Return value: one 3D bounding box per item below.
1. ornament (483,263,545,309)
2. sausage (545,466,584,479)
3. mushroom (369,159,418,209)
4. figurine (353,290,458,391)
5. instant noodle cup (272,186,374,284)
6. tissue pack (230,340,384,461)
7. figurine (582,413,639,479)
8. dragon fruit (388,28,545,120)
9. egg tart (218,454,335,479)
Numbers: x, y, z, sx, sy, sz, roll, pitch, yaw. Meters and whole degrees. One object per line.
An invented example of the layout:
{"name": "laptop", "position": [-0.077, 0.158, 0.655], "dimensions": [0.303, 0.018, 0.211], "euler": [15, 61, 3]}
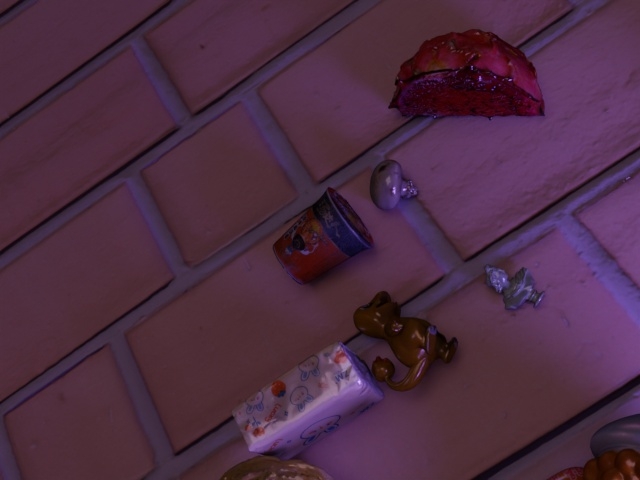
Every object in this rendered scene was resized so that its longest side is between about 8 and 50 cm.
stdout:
{"name": "ornament", "position": [0.295, 0.071, 1.284], "dimensions": [0.092, 0.041, 0.069], "euler": [2, 75, 12]}
{"name": "sausage", "position": [0.290, 0.379, 1.141], "dimensions": [0.234, 0.071, 0.071], "euler": [-36, 61, 4]}
{"name": "mushroom", "position": [0.124, -0.091, 1.403], "dimensions": [0.079, 0.085, 0.085], "euler": [5, 68, -8]}
{"name": "figurine", "position": [0.111, 0.157, 1.291], "dimensions": [0.176, 0.121, 0.122], "euler": [33, 94, 46]}
{"name": "instant noodle cup", "position": [-0.001, 0.000, 1.387], "dimensions": [0.135, 0.127, 0.127], "euler": [-37, 61, 13]}
{"name": "tissue pack", "position": [-0.015, 0.245, 1.269], "dimensions": [0.196, 0.148, 0.092], "euler": [-35, 64, 5]}
{"name": "figurine", "position": [0.425, 0.400, 1.037], "dimensions": [0.224, 0.205, 0.382], "euler": [8, 92, 20]}
{"name": "dragon fruit", "position": [0.237, -0.281, 1.401], "dimensions": [0.261, 0.163, 0.189], "euler": [0, 42, 21]}
{"name": "egg tart", "position": [-0.049, 0.446, 1.215], "dimensions": [0.278, 0.095, 0.279], "euler": [-1, 88, 18]}
